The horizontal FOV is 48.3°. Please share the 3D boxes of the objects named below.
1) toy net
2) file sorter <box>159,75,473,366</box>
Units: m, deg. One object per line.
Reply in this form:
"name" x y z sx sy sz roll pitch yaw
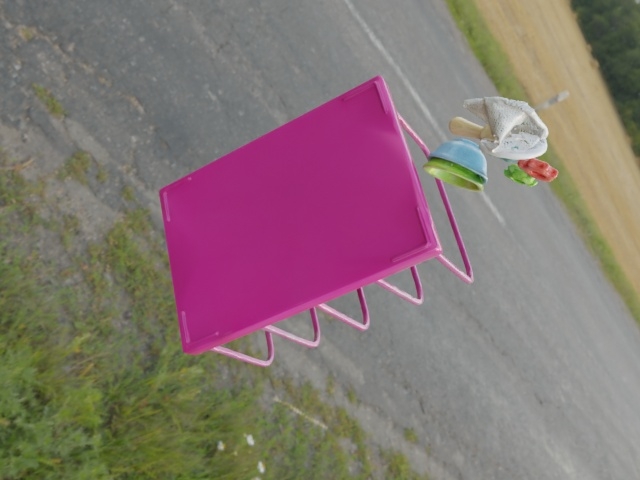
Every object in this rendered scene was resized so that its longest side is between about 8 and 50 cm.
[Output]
"toy net" 0.169 -0.076 0.668 0.122 0.045 0.232 25 -2 3
"file sorter" 0.000 0.000 0.807 0.182 0.290 0.202 33 38 -57
